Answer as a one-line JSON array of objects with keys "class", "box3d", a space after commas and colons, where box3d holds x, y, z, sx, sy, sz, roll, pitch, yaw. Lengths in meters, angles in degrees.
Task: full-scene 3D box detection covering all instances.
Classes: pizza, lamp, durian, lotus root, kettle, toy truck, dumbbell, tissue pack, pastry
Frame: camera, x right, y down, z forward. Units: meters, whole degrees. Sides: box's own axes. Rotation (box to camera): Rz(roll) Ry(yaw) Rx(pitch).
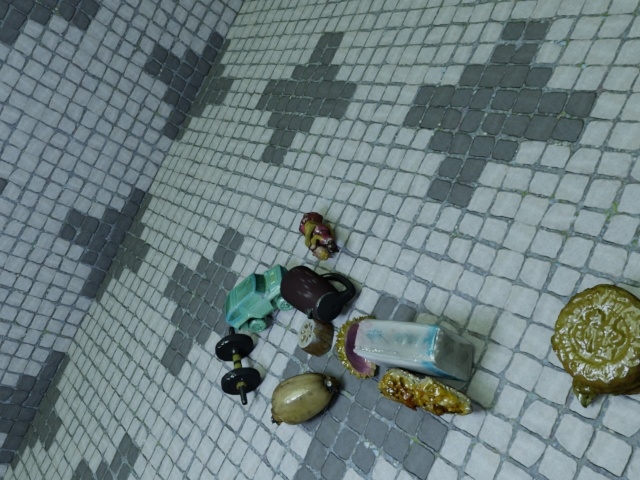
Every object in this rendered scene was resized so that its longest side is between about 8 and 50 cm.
[{"class": "pizza", "box3d": [0.263, 0.410, 1.545, 0.306, 0.161, 0.085, 3, 59, 49]}, {"class": "lamp", "box3d": [0.000, 0.000, 2.086, 0.118, 0.118, 0.253, -48, 42, 15]}, {"class": "durian", "box3d": [0.110, 0.324, 1.797, 0.132, 0.165, 0.182, -1, 89, 12]}, {"class": "lotus root", "box3d": [-0.063, 0.494, 1.853, 0.257, 0.140, 0.154, -31, 8, 17]}, {"class": "kettle", "box3d": [-0.002, 0.180, 1.969, 0.202, 0.143, 0.232, -25, 29, -23]}, {"class": "lotus root", "box3d": [-0.022, 0.322, 1.957, 0.112, 0.081, 0.122, -17, 57, 48]}, {"class": "toy truck", "box3d": [-0.219, 0.212, 2.136, 0.279, 0.156, 0.155, -40, 35, 22]}, {"class": "dumbbell", "box3d": [-0.299, 0.445, 2.111, 0.143, 0.143, 0.325, -41, 45, 22]}, {"class": "tissue pack", "box3d": [0.253, 0.296, 1.594, 0.271, 0.201, 0.124, -2, 63, 43]}, {"class": "pastry", "box3d": [0.630, 0.220, 1.301, 0.235, 0.132, 0.239, -30, 48, 30]}]
